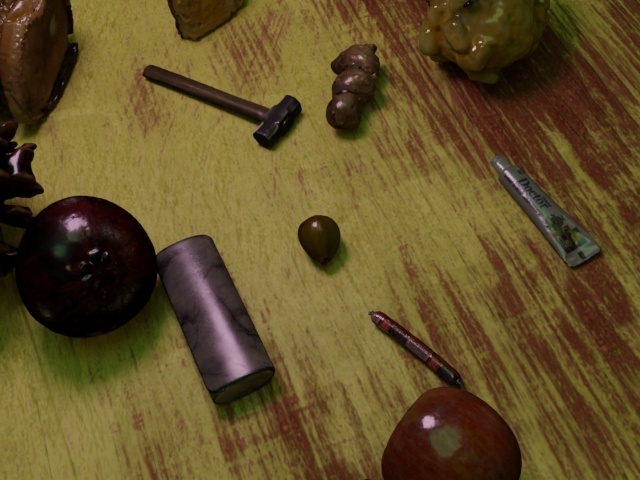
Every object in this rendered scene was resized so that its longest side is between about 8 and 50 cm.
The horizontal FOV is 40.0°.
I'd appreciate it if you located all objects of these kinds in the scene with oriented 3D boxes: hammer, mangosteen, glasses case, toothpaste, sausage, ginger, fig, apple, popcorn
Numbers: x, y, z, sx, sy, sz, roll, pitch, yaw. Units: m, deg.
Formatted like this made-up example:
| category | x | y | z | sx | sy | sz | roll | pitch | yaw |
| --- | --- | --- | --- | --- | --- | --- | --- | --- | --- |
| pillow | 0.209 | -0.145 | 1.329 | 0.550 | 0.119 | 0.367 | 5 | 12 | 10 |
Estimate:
| category | x | y | z | sx | sy | sz | roll | pitch | yaw |
| --- | --- | --- | --- | --- | --- | --- | --- | --- | --- |
| hammer | -0.214 | -0.288 | 1.775 | 0.365 | 0.043 | 0.111 | 24 | 64 | 25 |
| mangosteen | -0.405 | 0.041 | 1.490 | 0.235 | 0.236 | 0.261 | -41 | 20 | -18 |
| glasses case | -0.181 | 0.124 | 1.470 | 0.114 | 0.060 | 0.299 | -25 | 56 | -8 |
| toothpaste | 0.379 | -0.059 | 1.523 | 0.067 | 0.037 | 0.255 | -29 | 60 | -11 |
| sausage | 0.150 | 0.170 | 1.407 | 0.198 | 0.025 | 0.028 | 37 | 83 | 29 |
| ginger | 0.061 | -0.296 | 1.709 | 0.104 | 0.080 | 0.204 | -6 | 52 | 22 |
| fig | 0.000 | 0.000 | 1.521 | 0.073 | 0.074 | 0.088 | -15 | 71 | -2 |
| apple | 0.183 | 0.304 | 1.212 | 0.173 | 0.188 | 0.188 | 35 | 67 | 17 |
| popcorn | 0.313 | -0.441 | 1.690 | 0.251 | 0.215 | 0.287 | 13 | 62 | 10 |

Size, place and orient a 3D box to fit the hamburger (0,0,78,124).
| category | x | y | z | sx | sy | sz | roll | pitch | yaw |
| --- | --- | --- | --- | --- | --- | --- | --- | --- | --- |
| hamburger | -0.622 | -0.411 | 1.788 | 0.195 | 0.277 | 0.318 | 11 | 53 | 6 |

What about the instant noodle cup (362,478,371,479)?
| category | x | y | z | sx | sy | sz | roll | pitch | yaw |
| --- | --- | --- | --- | --- | --- | --- | --- | --- | --- |
| instant noodle cup | 0.063 | 0.428 | 1.180 | 0.179 | 0.070 | 0.157 | -49 | 53 | 26 |

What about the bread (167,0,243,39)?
| category | x | y | z | sx | sy | sz | roll | pitch | yaw |
| --- | --- | --- | --- | --- | --- | --- | --- | --- | --- |
| bread | -0.254 | -0.583 | 1.881 | 0.162 | 0.204 | 0.262 | -5 | 59 | 10 |

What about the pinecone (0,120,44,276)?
| category | x | y | z | sx | sy | sz | roll | pitch | yaw |
| --- | --- | --- | --- | --- | --- | --- | --- | --- | --- |
| pinecone | -0.675 | -0.050 | 1.494 | 0.397 | 0.398 | 0.398 | -4 | 55 | 6 |
